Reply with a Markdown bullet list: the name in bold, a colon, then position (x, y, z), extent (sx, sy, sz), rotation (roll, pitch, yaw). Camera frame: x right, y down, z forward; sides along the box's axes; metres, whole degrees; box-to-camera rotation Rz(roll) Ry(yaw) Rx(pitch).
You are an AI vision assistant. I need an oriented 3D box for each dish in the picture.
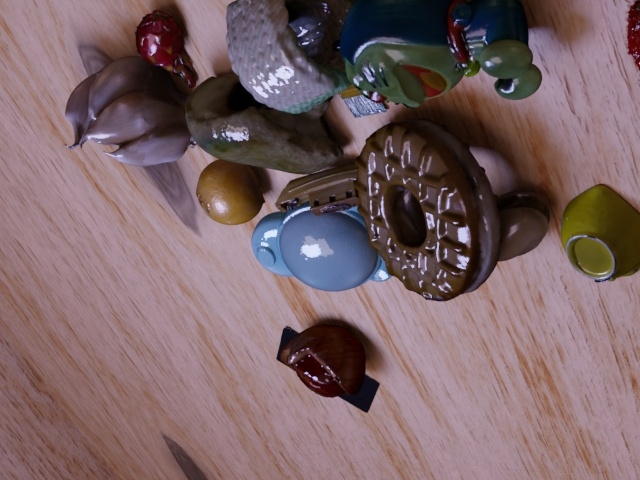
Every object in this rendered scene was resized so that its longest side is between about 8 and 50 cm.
- **dish**: position (0.456, 0.011, 1.738), extent (0.148, 0.080, 0.208), rotation (11, 135, 35)

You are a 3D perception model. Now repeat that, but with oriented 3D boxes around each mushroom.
- **mushroom**: position (-0.099, -0.188, 1.931), extent (0.292, 0.212, 0.217), rotation (-7, 123, 36)

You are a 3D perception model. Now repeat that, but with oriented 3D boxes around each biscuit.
- **biscuit**: position (0.179, -0.051, 1.808), extent (0.332, 0.103, 0.332), rotation (39, 140, 43)

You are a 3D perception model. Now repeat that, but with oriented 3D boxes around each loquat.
- **loquat**: position (-0.184, -0.096, 2.151), extent (0.141, 0.141, 0.141), rotation (24, 143, 20)

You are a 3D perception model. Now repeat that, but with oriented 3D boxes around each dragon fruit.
- **dragon fruit**: position (-0.293, -0.354, 2.008), extent (0.094, 0.094, 0.190), rotation (18, 152, 27)

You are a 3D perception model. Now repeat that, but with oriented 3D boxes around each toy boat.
- **toy boat**: position (0.011, -0.087, 1.978), extent (0.200, 0.077, 0.057), rotation (-13, 161, 15)

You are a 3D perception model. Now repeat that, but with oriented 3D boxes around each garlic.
- **garlic**: position (-0.375, -0.242, 2.082), extent (0.210, 0.291, 0.238), rotation (-31, 67, 47)

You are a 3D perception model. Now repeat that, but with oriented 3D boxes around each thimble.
- **thimble**: position (-0.043, -0.318, 1.693), extent (0.150, 0.219, 0.219), rotation (-21, 115, 42)

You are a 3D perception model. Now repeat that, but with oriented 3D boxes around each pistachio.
- **pistachio**: position (0.325, -0.023, 1.795), extent (0.113, 0.113, 0.149), rotation (46, 140, -10)

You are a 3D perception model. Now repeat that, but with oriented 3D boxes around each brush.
- **brush**: position (0.033, -0.303, 1.827), extent (0.082, 0.010, 0.218), rotation (-7, 125, 47)

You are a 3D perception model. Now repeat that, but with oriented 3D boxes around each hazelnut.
- **hazelnut**: position (0.009, 0.274, 2.375), extent (0.201, 0.160, 0.170), rotation (-17, 119, 44)

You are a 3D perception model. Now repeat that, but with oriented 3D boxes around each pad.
- **pad**: position (0.015, 0.311, 2.546), extent (0.265, 0.009, 0.160), rotation (30, 144, 10)

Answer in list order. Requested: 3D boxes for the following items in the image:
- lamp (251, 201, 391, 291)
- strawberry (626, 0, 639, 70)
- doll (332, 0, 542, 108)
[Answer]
- **lamp**: position (-0.005, 0.007, 2.092), extent (0.284, 0.147, 0.209), rotation (8, 130, 37)
- **strawberry**: position (0.467, -0.262, 1.415), extent (0.140, 0.085, 0.192), rotation (39, 147, -5)
- **doll**: position (0.167, -0.294, 1.571), extent (0.321, 0.186, 0.198), rotation (2, 165, 19)
